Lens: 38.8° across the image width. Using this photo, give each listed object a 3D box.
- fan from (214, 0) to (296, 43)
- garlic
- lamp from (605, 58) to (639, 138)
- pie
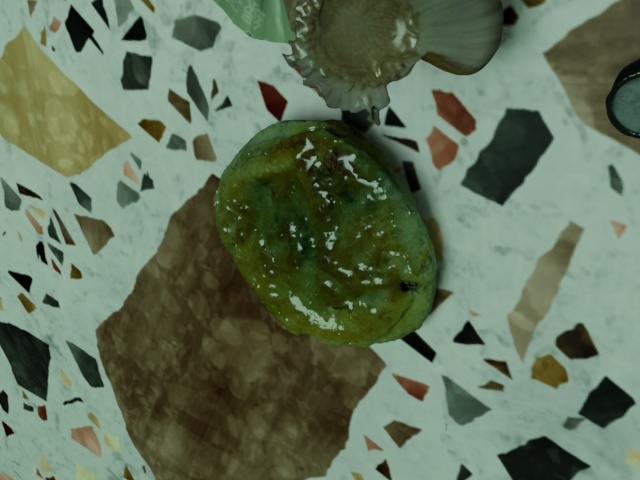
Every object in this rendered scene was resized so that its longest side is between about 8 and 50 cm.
[{"bbox_3d":[-0.073,-0.280,0.937,0.240,0.009,0.131,45,135,10],"label":"fan"},{"bbox_3d":[0.031,-0.176,0.784,0.207,0.207,0.256,43,140,12],"label":"garlic"},{"bbox_3d":[0.250,-0.260,0.667,0.130,0.108,0.371,-7,124,28],"label":"lamp"},{"bbox_3d":[0.000,0.000,0.981,0.277,0.078,0.277,20,125,32],"label":"pie"}]
